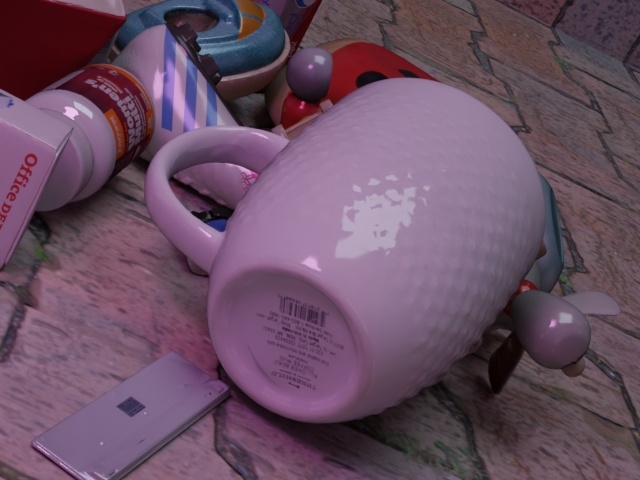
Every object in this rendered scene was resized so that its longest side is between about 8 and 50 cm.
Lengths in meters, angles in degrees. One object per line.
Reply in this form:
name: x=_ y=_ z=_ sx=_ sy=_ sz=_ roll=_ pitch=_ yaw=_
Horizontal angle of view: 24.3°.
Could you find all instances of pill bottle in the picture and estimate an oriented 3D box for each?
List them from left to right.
pill bottle: x=-0.263 y=-0.110 z=1.590 sx=0.121 sy=0.121 sz=0.221 roll=30 pitch=22 yaw=1

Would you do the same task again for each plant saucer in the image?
plant saucer: x=0.302 y=-0.016 z=2.009 sx=0.037 sy=0.195 sz=0.195 roll=-8 pitch=17 yaw=14

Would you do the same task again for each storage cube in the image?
storage cube: x=-0.357 y=-0.285 z=1.684 sx=0.215 sy=0.193 sz=0.184 roll=9 pitch=55 yaw=-39

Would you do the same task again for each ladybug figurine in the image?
ladybug figurine: x=0.117 y=-0.137 z=2.058 sx=0.449 sy=0.162 sz=0.305 roll=41 pitch=24 yaw=26

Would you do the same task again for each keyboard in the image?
keyboard: x=-0.158 y=0.152 z=1.301 sx=0.072 sy=0.014 sz=0.256 roll=29 pitch=21 yaw=13

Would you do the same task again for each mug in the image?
mug: x=0.000 y=0.000 z=1.476 sx=0.374 sy=0.276 sz=0.328 roll=30 pitch=36 yaw=12

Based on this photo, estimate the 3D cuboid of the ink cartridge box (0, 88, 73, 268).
ink cartridge box: x=-0.350 y=-0.082 z=1.399 sx=0.190 sy=0.140 sz=0.082 roll=27 pitch=20 yaw=-8

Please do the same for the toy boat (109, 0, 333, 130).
toy boat: x=-0.105 y=-0.242 z=1.957 sx=0.318 sy=0.148 sz=0.267 roll=36 pitch=40 yaw=29

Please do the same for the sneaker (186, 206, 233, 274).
sneaker: x=-0.086 y=0.004 z=1.643 sx=0.152 sy=0.058 sz=0.085 roll=8 pitch=38 yaw=-30

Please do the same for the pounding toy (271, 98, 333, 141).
pounding toy: x=0.047 y=-0.093 z=1.816 sx=0.154 sy=0.154 sz=0.269 roll=63 pitch=2 yaw=28

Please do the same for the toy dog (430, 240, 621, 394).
toy dog: x=0.231 y=0.091 z=1.718 sx=0.161 sy=0.220 sz=0.334 roll=55 pitch=21 yaw=-23

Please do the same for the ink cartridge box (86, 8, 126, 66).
ink cartridge box: x=-0.303 y=-0.264 z=1.839 sx=0.045 sy=0.145 sz=0.179 roll=12 pitch=30 yaw=-29

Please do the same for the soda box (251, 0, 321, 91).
soda box: x=-0.061 y=-0.347 z=2.159 sx=0.083 sy=0.263 sz=0.092 roll=40 pitch=24 yaw=24

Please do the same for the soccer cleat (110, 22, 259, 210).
soccer cleat: x=-0.137 y=-0.102 z=1.773 sx=0.331 sy=0.143 sz=0.116 roll=55 pitch=-2 yaw=9
